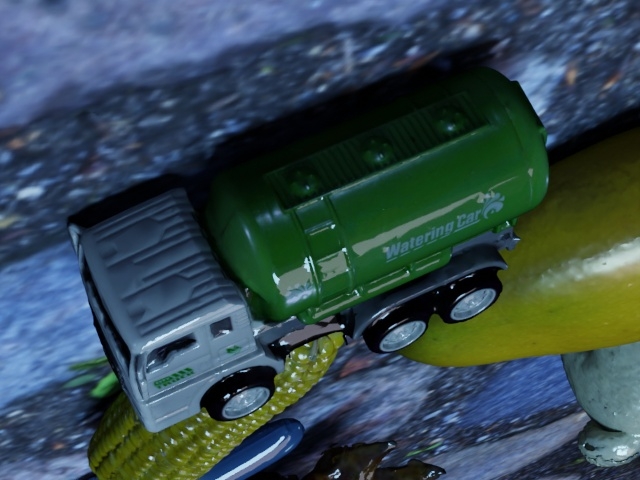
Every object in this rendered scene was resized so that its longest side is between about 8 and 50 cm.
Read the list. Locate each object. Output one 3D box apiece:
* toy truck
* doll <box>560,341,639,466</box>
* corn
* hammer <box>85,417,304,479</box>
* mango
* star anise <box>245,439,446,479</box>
[{"bbox_3d":[0.000,0.000,0.743,0.242,0.101,0.125,-24,153,-10],"label":"toy truck"},{"bbox_3d":[0.278,0.038,1.035,0.278,0.149,0.175,-31,-159,34],"label":"doll"},{"bbox_3d":[-0.067,0.093,0.902,0.080,0.080,0.238,-1,146,-45],"label":"corn"},{"bbox_3d":[-0.098,0.185,1.097,0.194,0.069,0.116,-30,157,-1],"label":"hammer"},{"bbox_3d":[0.181,0.006,0.936,0.317,0.119,0.176,-20,161,11],"label":"mango"},{"bbox_3d":[-0.021,0.225,1.212,0.272,0.102,0.272,-22,149,-14],"label":"star anise"}]
